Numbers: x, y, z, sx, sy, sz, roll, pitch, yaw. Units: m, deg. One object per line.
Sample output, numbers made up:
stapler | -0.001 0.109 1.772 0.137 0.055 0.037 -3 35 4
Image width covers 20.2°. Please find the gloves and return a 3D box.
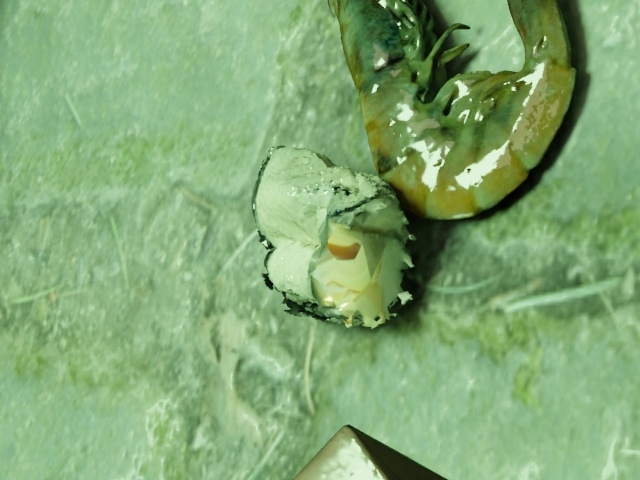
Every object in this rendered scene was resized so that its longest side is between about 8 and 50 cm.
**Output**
gloves | 0.003 -0.002 1.209 0.153 0.070 0.114 26 122 51

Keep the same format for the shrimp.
shrimp | 0.079 -0.152 1.207 0.169 0.058 0.296 -34 58 26

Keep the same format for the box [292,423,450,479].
box | 0.086 0.215 0.941 0.086 0.215 0.215 -47 45 8
